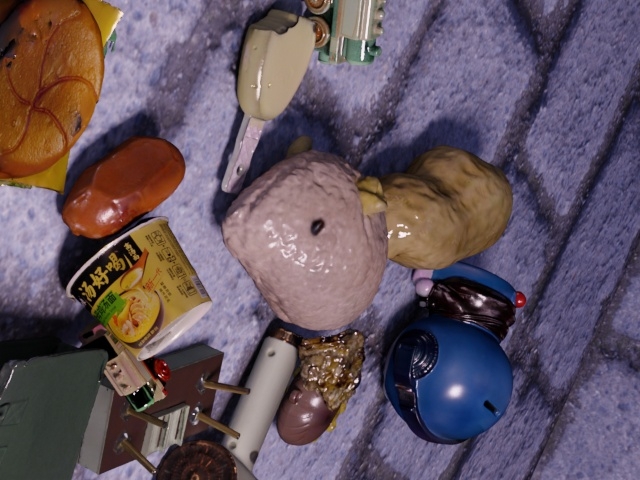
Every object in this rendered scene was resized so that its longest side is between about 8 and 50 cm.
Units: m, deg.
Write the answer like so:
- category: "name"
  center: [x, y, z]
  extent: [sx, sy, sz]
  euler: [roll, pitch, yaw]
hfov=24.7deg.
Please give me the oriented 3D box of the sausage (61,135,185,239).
- category: "sausage"
  center: [-0.226, -0.066, 1.712]
  extent: [0.179, 0.089, 0.089]
  euler: [-44, 143, -35]

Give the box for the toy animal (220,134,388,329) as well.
- category: "toy animal"
  center: [0.002, 0.003, 2.058]
  extent: [0.226, 0.188, 0.358]
  euler: [-55, 150, -16]

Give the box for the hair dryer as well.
- category: "hair dryer"
  center: [-0.104, 0.276, 2.149]
  extent: [0.362, 0.128, 0.203]
  euler: [-67, 153, -21]

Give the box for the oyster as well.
- category: "oyster"
  center: [0.017, 0.195, 2.175]
  extent: [0.105, 0.056, 0.177]
  euler: [-9, 138, -19]

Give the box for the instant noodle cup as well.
- category: "instant noodle cup"
  center: [-0.208, 0.061, 1.730]
  extent: [0.151, 0.122, 0.151]
  euler: [-38, 168, -9]

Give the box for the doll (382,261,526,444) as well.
- category: "doll"
  center: [0.233, 0.205, 2.570]
  extent: [0.284, 0.240, 0.310]
  euler: [40, 67, -46]

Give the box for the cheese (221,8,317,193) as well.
- category: "cheese"
  center: [-0.080, -0.183, 1.930]
  extent: [0.127, 0.050, 0.255]
  euler: [14, 96, -63]

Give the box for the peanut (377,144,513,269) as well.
- category: "peanut"
  center: [0.189, -0.053, 2.374]
  extent: [0.387, 0.169, 0.192]
  euler: [-20, 120, -55]

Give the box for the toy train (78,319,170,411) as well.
- category: "toy train"
  center: [-0.239, 0.150, 1.802]
  extent: [0.138, 0.050, 0.087]
  euler: [57, 24, -12]

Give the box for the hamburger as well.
- category: "hamburger"
  center: [-0.317, -0.166, 1.423]
  extent: [0.262, 0.139, 0.243]
  euler: [20, 89, -63]

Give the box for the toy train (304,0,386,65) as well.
- category: "toy train"
  center: [0.041, -0.324, 1.972]
  extent: [0.081, 0.125, 0.194]
  euler: [-27, 131, -47]

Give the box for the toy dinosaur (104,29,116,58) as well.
- category: "toy dinosaur"
  center: [-0.249, -0.208, 1.645]
  extent: [0.062, 0.021, 0.083]
  euler: [-34, 137, -67]

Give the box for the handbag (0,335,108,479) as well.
- category: "handbag"
  center: [-0.351, 0.233, 1.650]
  extent: [0.260, 0.079, 0.247]
  euler: [5, 103, -74]

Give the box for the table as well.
- category: "table"
  center: [-0.197, 0.232, 1.938]
  extent: [0.240, 0.111, 0.121]
  euler: [-16, 123, -57]

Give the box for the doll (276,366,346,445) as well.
- category: "doll"
  center: [-0.017, 0.267, 2.313]
  extent: [0.145, 0.096, 0.188]
  euler: [-48, 156, -25]
